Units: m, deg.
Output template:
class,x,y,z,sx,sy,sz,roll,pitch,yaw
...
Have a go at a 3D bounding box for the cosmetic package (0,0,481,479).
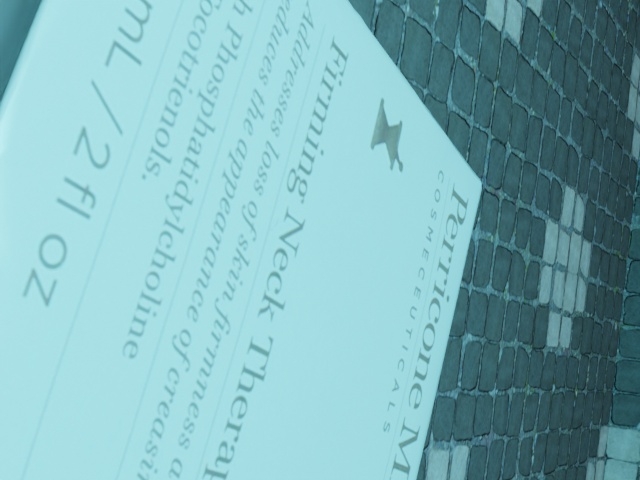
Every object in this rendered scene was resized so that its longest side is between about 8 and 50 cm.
class,x,y,z,sx,sy,sz,roll,pitch,yaw
cosmetic package,-0.147,0.018,0.529,0.393,0.327,0.330,39,62,-54
